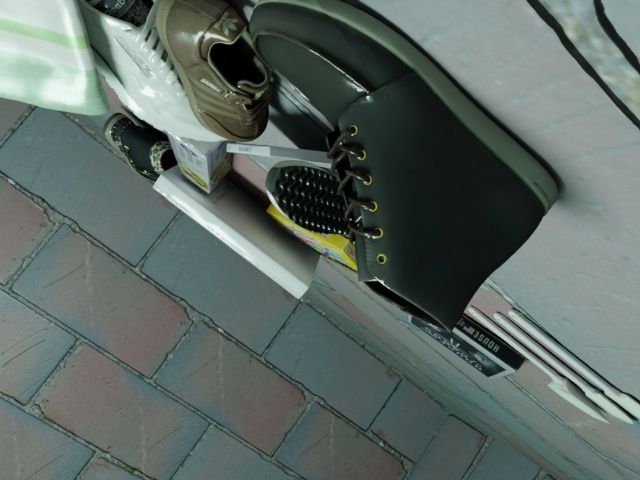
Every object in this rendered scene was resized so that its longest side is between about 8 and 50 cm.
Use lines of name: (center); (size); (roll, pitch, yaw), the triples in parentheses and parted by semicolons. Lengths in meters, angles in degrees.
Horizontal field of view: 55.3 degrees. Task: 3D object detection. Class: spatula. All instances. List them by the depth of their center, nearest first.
spatula: (0.292, 0.159, 0.746); (0.242, 0.019, 0.168); (37, 172, -5)

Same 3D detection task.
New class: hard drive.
hard drive: (-0.138, -0.033, 1.110); (0.307, 0.040, 0.203); (38, -163, -6)

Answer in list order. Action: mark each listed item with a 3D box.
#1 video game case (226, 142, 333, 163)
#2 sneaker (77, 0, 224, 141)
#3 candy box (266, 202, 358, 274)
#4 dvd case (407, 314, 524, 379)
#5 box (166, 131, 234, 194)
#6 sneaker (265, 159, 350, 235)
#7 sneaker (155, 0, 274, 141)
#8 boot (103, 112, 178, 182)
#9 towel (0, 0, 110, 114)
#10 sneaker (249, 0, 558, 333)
video game case: (-0.033, -0.086, 0.606); (0.087, 0.011, 0.122); (2, -172, -27)
sneaker: (-0.153, -0.174, 0.545); (0.235, 0.090, 0.094); (40, 161, -29)
candy box: (0.000, 0.000, 1.029); (0.205, 0.027, 0.105); (28, 164, 45)
dvd case: (0.218, 0.152, 0.966); (0.179, 0.030, 0.239); (35, 171, 15)
box: (-0.169, -0.129, 0.887); (0.063, 0.067, 0.324); (36, 171, -5)
sneaker: (0.004, -0.042, 0.585); (0.161, 0.057, 0.075); (13, -167, -39)
sneaker: (-0.071, -0.127, 0.509); (0.071, 0.066, 0.188); (32, 171, 22)
boot: (-0.337, -0.163, 1.304); (0.178, 0.085, 0.236); (29, 168, 28)
towel: (-0.303, -0.229, 0.426); (0.247, 0.038, 0.325); (12, 146, 4)
sneaker: (0.027, -0.047, 0.368); (0.222, 0.118, 0.083); (37, 171, -1)
